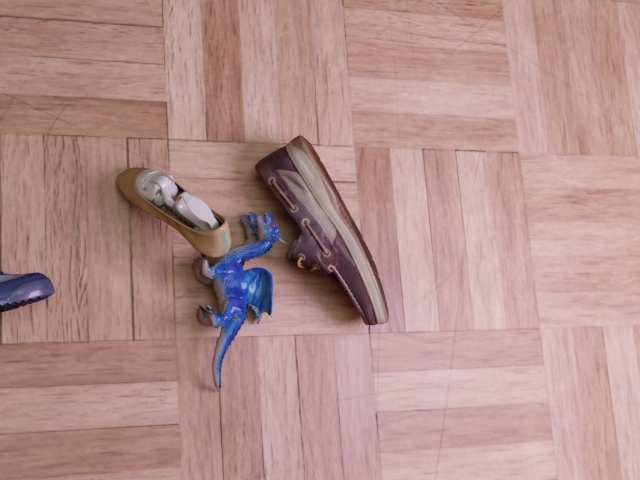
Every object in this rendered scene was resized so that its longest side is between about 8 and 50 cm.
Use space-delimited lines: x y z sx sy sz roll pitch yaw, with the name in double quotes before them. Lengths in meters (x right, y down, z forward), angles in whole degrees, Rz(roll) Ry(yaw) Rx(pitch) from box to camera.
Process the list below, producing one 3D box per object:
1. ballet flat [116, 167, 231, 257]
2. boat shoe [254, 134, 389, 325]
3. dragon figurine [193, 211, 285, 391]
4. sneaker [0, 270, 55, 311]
"ballet flat" -0.226 -0.063 1.585 0.232 0.073 0.080 35 55 18
"boat shoe" 0.000 0.000 1.686 0.123 0.123 0.342 -28 93 7
"dragon figurine" -0.122 0.089 1.622 0.144 0.085 0.289 -3 77 -20
"sneaker" -0.552 0.054 1.466 0.319 0.112 0.131 -7 82 -22
